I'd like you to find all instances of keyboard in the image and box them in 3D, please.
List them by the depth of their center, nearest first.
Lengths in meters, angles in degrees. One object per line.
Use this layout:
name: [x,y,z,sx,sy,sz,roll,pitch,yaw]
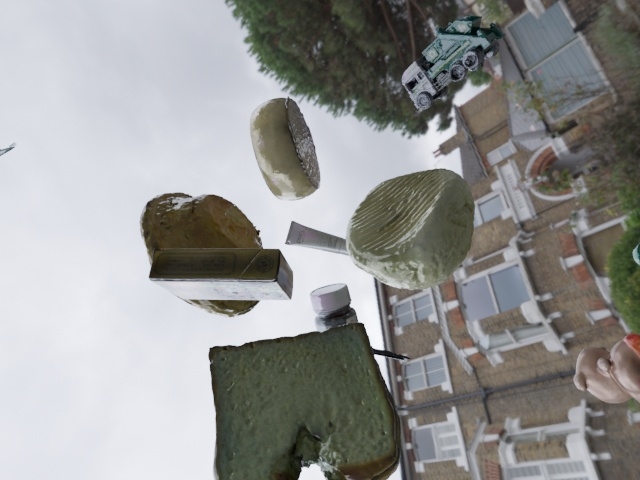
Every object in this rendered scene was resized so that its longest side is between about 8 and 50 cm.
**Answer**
keyboard: [0.092,0.236,0.901,0.196,0.074,0.015,16,-107,-16]

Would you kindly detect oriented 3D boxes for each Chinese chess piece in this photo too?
Chinese chess piece: [-0.086,-0.240,1.114,0.270,0.112,0.270,-14,-90,-77]

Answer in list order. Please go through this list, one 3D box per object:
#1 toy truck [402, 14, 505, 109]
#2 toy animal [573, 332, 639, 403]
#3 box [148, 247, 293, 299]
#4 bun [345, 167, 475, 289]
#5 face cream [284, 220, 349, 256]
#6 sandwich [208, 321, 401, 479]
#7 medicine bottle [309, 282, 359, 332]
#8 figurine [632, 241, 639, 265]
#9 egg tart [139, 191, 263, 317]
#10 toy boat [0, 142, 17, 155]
toy truck: [0.275,-0.393,0.910,0.110,0.216,0.116,-39,-86,-36]
toy animal: [0.689,0.290,0.922,0.171,0.197,0.171,14,-121,-25]
box: [-0.182,0.068,0.811,0.159,0.240,0.071,73,-162,-66]
bun: [0.248,-0.017,1.102,0.227,0.349,0.352,50,-175,-31]
face cream: [0.000,0.000,1.484,0.058,0.243,0.092,76,-151,-72]
sandwich: [-0.026,0.258,0.636,0.273,0.095,0.249,-9,-138,-6]
medicine bottle: [0.062,0.310,1.571,0.165,0.165,0.273,-18,-83,-53]
figurine: [0.785,0.032,0.844,0.323,0.231,0.340,19,-108,-3]
egg tart: [-0.300,0.011,1.215,0.443,0.178,0.443,43,-160,-20]
toy boat: [-0.784,-0.180,0.977,0.034,0.149,0.105,59,171,-18]
